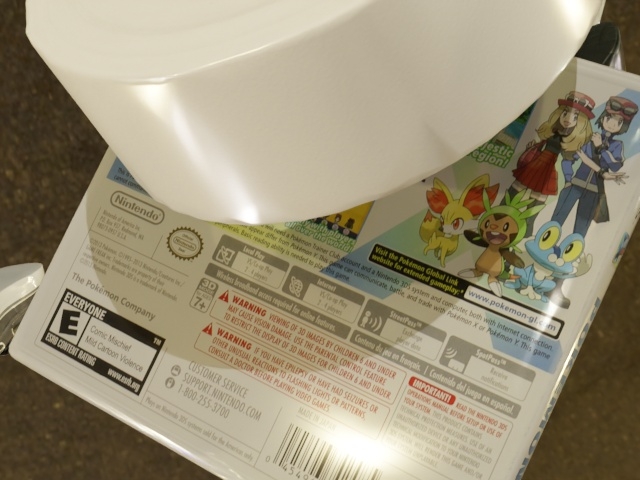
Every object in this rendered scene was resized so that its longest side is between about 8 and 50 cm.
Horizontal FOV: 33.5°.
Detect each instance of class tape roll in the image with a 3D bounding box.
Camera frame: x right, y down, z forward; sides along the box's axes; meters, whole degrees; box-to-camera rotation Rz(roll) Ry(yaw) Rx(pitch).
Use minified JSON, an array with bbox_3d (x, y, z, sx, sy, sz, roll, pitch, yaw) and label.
[{"bbox_3d":[-0.003,-0.145,0.545,0.286,0.286,0.100,-30,130,3],"label":"tape roll"}]

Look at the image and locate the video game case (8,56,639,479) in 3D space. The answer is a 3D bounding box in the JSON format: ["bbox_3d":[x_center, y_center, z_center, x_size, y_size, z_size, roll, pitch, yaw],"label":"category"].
[{"bbox_3d":[0.000,0.000,0.635,0.299,0.329,0.036,-65,153,-4],"label":"video game case"}]

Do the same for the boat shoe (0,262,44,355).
[{"bbox_3d":[-0.344,0.089,1.119,0.080,0.228,0.076,-7,107,4],"label":"boat shoe"}]

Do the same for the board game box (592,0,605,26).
[{"bbox_3d":[0.132,-0.241,1.321,0.390,0.050,0.389,10,121,3],"label":"board game box"}]

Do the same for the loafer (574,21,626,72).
[{"bbox_3d":[0.307,-0.175,1.172,0.062,0.170,0.061,-11,133,32],"label":"loafer"}]
